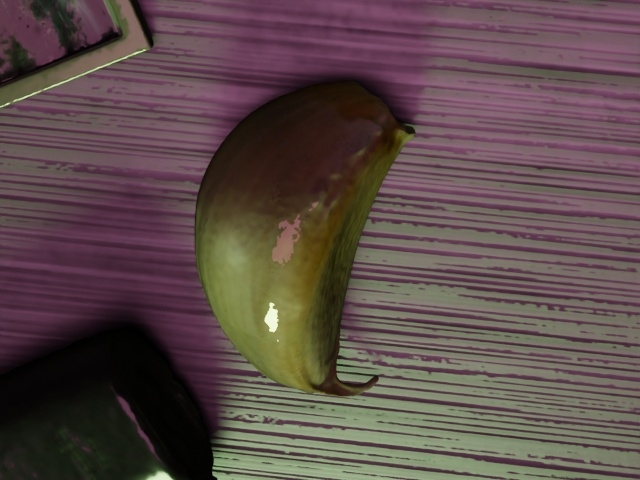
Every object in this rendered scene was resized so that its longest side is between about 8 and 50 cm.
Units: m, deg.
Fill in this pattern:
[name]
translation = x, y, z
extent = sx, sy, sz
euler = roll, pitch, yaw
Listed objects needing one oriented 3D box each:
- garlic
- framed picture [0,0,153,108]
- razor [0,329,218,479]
[garlic]
translation = -0.013, 0.005, 1.088
extent = 0.164, 0.145, 0.245
euler = -2, 113, -26
[framed picture]
translation = -0.288, -0.247, 1.082
extent = 0.240, 0.020, 0.324
euler = -18, 105, 12
[razor]
translation = -0.246, 0.208, 1.174
extent = 0.327, 0.107, 0.189
euler = -30, 102, 13
